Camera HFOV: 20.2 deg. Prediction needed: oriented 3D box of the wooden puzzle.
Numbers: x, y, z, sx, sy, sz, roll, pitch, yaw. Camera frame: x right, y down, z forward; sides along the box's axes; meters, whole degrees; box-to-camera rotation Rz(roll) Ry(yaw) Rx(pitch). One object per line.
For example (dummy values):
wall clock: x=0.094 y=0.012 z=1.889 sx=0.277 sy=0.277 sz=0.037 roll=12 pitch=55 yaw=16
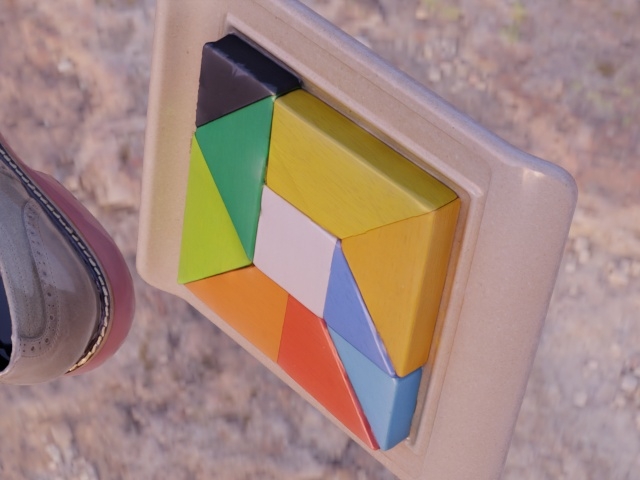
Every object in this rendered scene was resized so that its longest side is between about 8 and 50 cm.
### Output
wooden puzzle: x=0.000 y=0.000 z=0.877 sx=0.239 sy=0.221 sz=0.044 roll=34 pitch=45 yaw=27

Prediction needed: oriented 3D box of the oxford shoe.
oxford shoe: x=-0.257 y=-0.052 z=1.022 sx=0.348 sy=0.130 sz=0.123 roll=39 pitch=106 yaw=10
